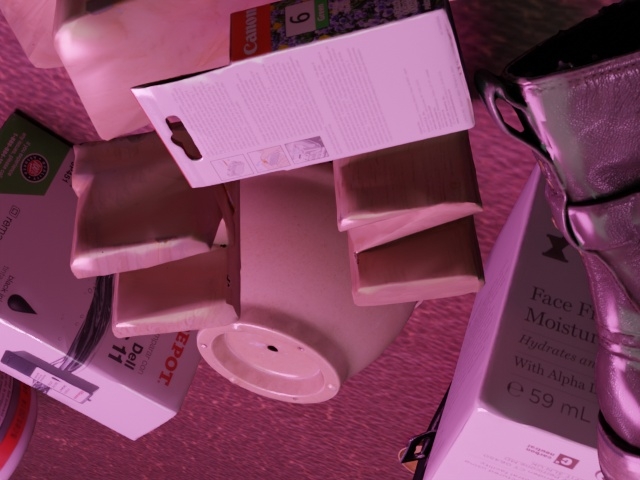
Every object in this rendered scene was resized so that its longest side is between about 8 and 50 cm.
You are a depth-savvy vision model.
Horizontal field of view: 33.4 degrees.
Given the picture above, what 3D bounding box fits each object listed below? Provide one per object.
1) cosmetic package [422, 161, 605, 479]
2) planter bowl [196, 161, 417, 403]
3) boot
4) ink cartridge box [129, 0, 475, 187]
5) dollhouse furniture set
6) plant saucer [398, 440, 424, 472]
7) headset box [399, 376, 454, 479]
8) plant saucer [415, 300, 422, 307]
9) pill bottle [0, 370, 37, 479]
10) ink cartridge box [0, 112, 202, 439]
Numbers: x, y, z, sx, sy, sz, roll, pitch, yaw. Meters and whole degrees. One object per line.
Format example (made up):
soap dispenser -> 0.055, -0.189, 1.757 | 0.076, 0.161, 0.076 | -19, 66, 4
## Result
cosmetic package -> 0.164, 0.070, 0.621 | 0.151, 0.184, 0.151 | 18, 149, 4
planter bowl -> -0.018, 0.038, 0.694 | 0.162, 0.109, 0.162 | 15, 148, 10
boot -> 0.207, -0.016, 0.443 | 0.262, 0.091, 0.229 | -19, 116, -7
ink cartridge box -> -0.005, -0.058, 0.394 | 0.115, 0.029, 0.063 | -12, 143, 12
dollhouse furniture set -> -0.131, -0.155, 0.493 | 0.394, 0.257, 0.362 | -8, 143, 6
plant saucer -> 0.116, 0.210, 1.016 | 0.083, 0.015, 0.083 | 15, 148, 10
headset box -> 0.205, 0.196, 0.836 | 0.283, 0.131, 0.246 | 20, 147, 4
plant saucer -> 0.000, 0.000, 0.757 | 0.168, 0.029, 0.168 | 15, 147, 10
pill bottle -> -0.461, 0.113, 1.020 | 0.210, 0.210, 0.363 | -3, 140, 33
ink cartridge box -> -0.180, 0.030, 0.791 | 0.208, 0.153, 0.087 | 32, 145, -19
